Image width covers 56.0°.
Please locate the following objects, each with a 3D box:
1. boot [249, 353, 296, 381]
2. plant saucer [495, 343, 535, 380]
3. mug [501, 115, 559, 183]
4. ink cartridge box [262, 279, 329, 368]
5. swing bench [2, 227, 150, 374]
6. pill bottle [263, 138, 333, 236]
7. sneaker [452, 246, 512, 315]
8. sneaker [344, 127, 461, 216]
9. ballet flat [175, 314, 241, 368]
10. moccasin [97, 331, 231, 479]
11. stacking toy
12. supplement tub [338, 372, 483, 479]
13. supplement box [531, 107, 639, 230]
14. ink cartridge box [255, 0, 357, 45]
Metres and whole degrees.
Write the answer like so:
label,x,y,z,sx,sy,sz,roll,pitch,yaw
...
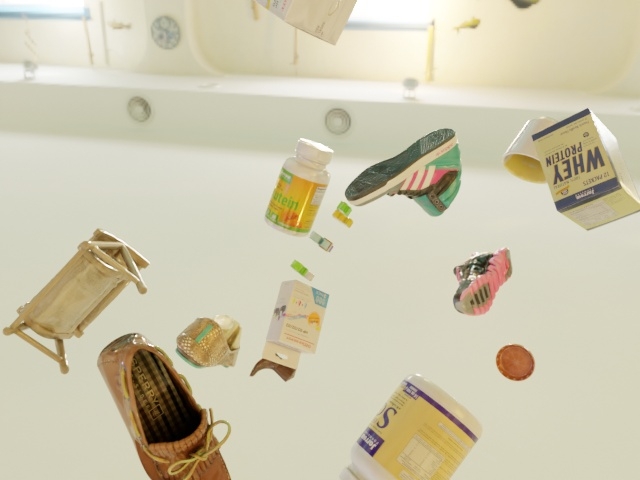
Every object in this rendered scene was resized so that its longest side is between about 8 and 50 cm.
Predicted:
label,x,y,z,sx,sy,sz,roll,pitch,yaw
boot,-0.138,0.389,1.776,0.114,0.106,0.037,37,173,3
plant saucer,0.426,0.265,1.315,0.084,0.083,0.013,15,-165,28
mug,0.251,-0.109,0.710,0.062,0.064,0.078,33,167,-16
ink cartridge box,-0.055,0.192,1.364,0.104,0.181,0.062,26,158,-30
swing bench,-0.531,0.118,1.344,0.253,0.165,0.255,-48,-161,-2
pill bottle,-0.053,-0.145,1.643,0.136,0.245,0.136,20,-163,-6
sneaker,0.173,0.046,0.684,0.057,0.047,0.119,7,-151,38
sneaker,0.215,-0.120,1.428,0.296,0.178,0.124,-30,-150,-2
ballet flat,-0.136,0.134,0.812,0.073,0.067,0.206,39,174,4
moccasin,-0.249,0.332,1.055,0.139,0.379,0.147,-28,-164,-34
stacking toy,0.000,0.000,1.261,0.052,0.167,0.221,35,177,7
supplement tub,0.227,0.534,1.534,0.331,0.241,0.241,-50,-138,-10
supplement box,0.251,-0.064,0.566,0.056,0.083,0.083,-26,152,34
ink cartridge box,-0.040,-0.613,1.453,0.168,0.171,0.232,9,-151,-40
